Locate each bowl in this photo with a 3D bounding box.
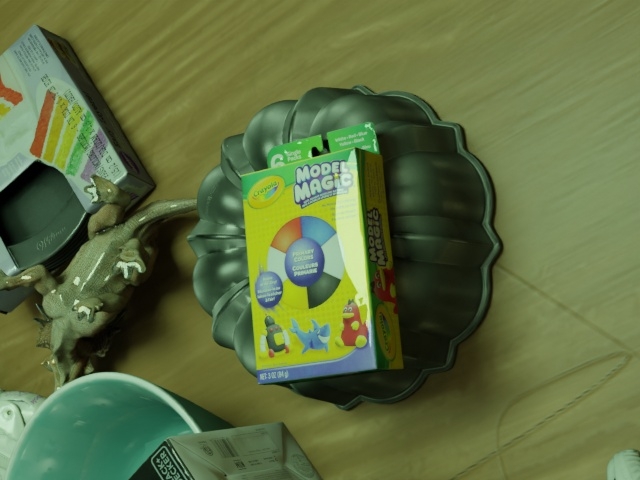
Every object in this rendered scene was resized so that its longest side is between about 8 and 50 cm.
[{"bbox_3d":[-0.163,0.291,1.221,0.311,0.163,0.312,-5,81,34],"label":"bowl"}]

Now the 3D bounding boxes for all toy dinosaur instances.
[{"bbox_3d":[-0.237,0.040,1.321,0.127,0.200,0.296,43,88,14],"label":"toy dinosaur"}]

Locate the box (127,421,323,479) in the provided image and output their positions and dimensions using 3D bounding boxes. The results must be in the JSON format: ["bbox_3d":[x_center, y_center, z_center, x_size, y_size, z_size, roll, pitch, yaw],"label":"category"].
[{"bbox_3d":[-0.141,0.282,1.011,0.290,0.169,0.087,-46,65,20],"label":"box"}]

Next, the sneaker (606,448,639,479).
[{"bbox_3d":[0.228,0.300,0.994,0.153,0.094,0.235,-14,87,24],"label":"sneaker"}]

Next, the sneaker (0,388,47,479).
[{"bbox_3d":[-0.394,0.206,1.400,0.305,0.114,0.152,40,102,4],"label":"sneaker"}]

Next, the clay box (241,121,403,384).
[{"bbox_3d":[-0.002,0.011,1.059,0.127,0.053,0.222,-12,79,32],"label":"clay box"}]

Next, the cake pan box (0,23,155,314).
[{"bbox_3d":[-0.351,-0.082,1.419,0.245,0.070,0.267,-39,65,13],"label":"cake pan box"}]

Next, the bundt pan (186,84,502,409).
[{"bbox_3d":[0.000,0.000,1.166,0.330,0.124,0.331,-5,82,35],"label":"bundt pan"}]
